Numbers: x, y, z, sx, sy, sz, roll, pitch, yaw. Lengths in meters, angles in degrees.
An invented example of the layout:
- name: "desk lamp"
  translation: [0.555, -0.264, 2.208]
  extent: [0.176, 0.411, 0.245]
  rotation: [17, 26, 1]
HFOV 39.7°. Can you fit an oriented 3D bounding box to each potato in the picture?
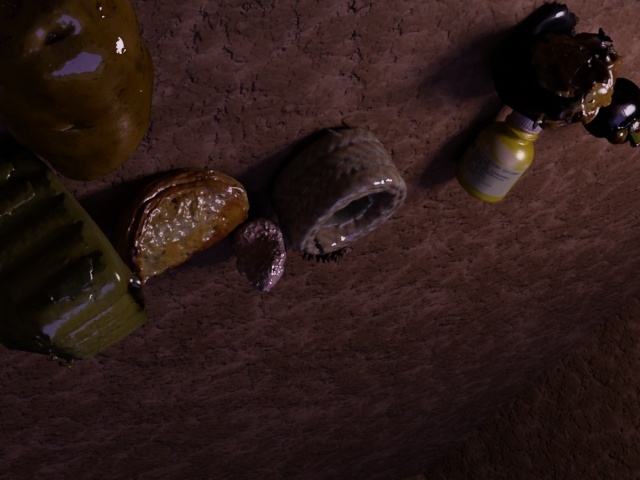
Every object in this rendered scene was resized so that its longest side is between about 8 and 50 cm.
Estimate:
- name: "potato"
  translation: [-0.315, -0.196, 1.123]
  extent: [0.195, 0.176, 0.369]
  rotation: [-48, 162, -22]

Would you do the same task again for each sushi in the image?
- name: "sushi"
  translation: [0.429, -0.290, 1.574]
  extent: [0.213, 0.204, 0.200]
  rotation: [-1, 137, -49]

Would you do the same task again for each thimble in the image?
- name: "thimble"
  translation: [0.032, -0.089, 1.612]
  extent: [0.229, 0.148, 0.196]
  rotation: [-41, 151, 27]

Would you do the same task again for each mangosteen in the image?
- name: "mangosteen"
  translation: [0.620, -0.259, 1.848]
  extent: [0.137, 0.151, 0.137]
  rotation: [-29, 170, -6]

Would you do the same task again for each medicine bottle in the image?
- name: "medicine bottle"
  translation: [0.371, -0.186, 1.774]
  extent: [0.122, 0.121, 0.212]
  rotation: [-6, 143, -36]

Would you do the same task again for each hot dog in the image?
- name: "hot dog"
  translation: [-0.244, -0.032, 1.494]
  extent: [0.259, 0.114, 0.175]
  rotation: [-35, 152, -30]

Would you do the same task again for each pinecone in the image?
- name: "pinecone"
  translation: [0.001, -0.004, 1.768]
  extent: [0.109, 0.102, 0.102]
  rotation: [9, 144, -5]

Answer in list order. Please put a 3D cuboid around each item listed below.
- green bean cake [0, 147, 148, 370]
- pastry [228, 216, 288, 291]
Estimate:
- name: "green bean cake"
  translation: [-0.416, 0.045, 1.311]
  extent: [0.202, 0.285, 0.310]
  rotation: [-37, 165, -15]
- name: "pastry"
  translation: [-0.113, 0.014, 1.613]
  extent: [0.103, 0.112, 0.265]
  rotation: [-31, -171, -4]
